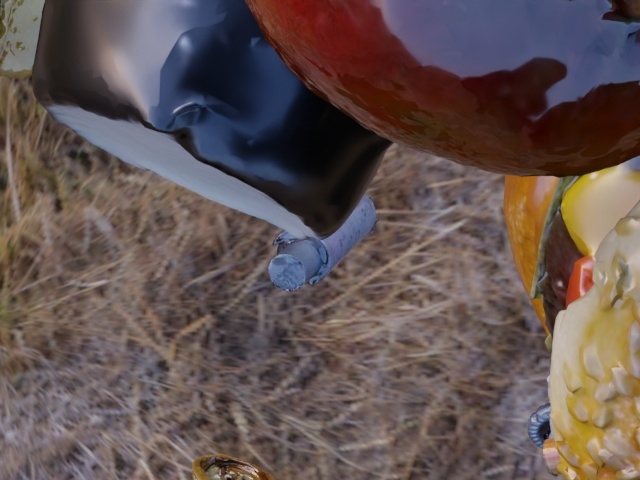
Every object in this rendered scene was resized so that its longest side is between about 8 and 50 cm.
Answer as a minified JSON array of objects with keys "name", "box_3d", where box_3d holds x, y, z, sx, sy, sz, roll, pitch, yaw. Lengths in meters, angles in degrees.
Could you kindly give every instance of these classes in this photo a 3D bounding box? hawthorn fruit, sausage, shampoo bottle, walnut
[{"name":"hawthorn fruit","box_3d":[0.076,-0.118,0.565,0.215,0.249,0.215,-15,131,-19]},{"name":"sausage","box_3d":[0.227,0.158,1.221,0.107,0.031,0.031,-18,91,27]},{"name":"shampoo bottle","box_3d":[0.000,0.000,1.779,0.072,0.214,0.072,7,111,19]},{"name":"walnut","box_3d":[-0.092,0.265,1.629,0.091,0.121,0.052,10,102,-16]}]

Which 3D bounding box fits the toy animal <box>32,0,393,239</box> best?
[{"name":"toy animal","box_3d":[-0.014,-0.174,0.954,0.251,0.251,0.310,26,82,-10]}]

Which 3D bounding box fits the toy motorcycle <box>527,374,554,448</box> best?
[{"name":"toy motorcycle","box_3d":[0.333,0.173,1.470,0.260,0.171,0.110,17,44,-14]}]

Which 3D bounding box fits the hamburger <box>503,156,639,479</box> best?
[{"name":"hamburger","box_3d":[0.262,0.022,0.792,0.330,0.250,0.330,-1,126,-1]}]

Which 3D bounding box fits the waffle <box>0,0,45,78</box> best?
[{"name":"waffle","box_3d":[-0.320,-0.281,1.369,0.098,0.328,0.224,9,105,-37]}]
